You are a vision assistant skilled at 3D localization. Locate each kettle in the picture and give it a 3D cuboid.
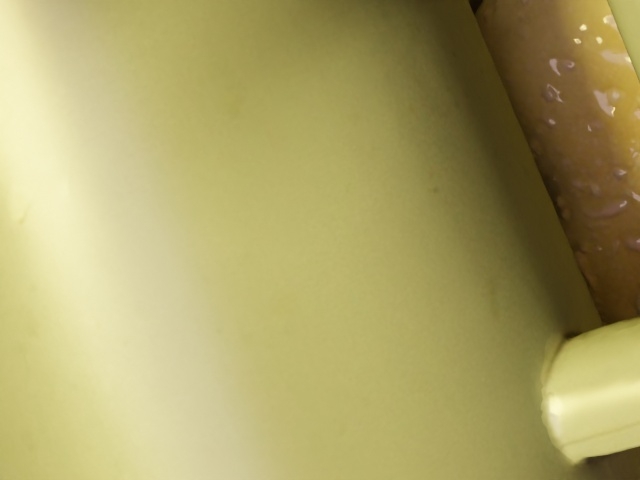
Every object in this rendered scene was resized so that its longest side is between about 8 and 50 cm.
[{"bbox_3d":[-0.014,0.006,0.494,0.265,0.205,0.318,-7,106,64],"label":"kettle"}]

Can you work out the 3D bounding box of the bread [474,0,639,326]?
[{"bbox_3d":[0.158,-0.015,0.531,0.251,0.039,0.181,34,115,6],"label":"bread"}]
